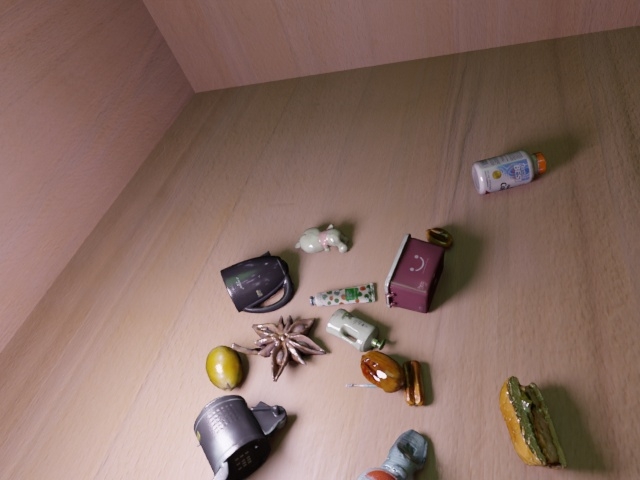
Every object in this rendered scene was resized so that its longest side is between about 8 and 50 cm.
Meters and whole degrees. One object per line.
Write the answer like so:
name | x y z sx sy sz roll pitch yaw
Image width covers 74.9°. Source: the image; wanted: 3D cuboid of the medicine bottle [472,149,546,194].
medicine bottle | 0.847 -0.313 1.880 0.289 0.157 0.157 -14 47 11

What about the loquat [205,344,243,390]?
loquat | -0.379 0.509 1.658 0.152 0.152 0.195 -21 50 3

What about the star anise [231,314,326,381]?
star anise | -0.155 0.414 1.674 0.349 0.109 0.292 -25 37 -24

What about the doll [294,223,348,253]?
doll | -0.001 -0.008 1.985 0.275 0.113 0.155 2 54 22

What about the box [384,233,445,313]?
box | 0.380 0.138 1.660 0.167 0.193 0.294 16 57 22

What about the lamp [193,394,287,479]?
lamp | -0.318 0.682 1.440 0.272 0.205 0.374 22 45 30

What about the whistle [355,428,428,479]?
whistle | 0.215 0.710 1.241 0.189 0.189 0.348 19 49 34

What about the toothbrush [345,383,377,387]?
toothbrush | 0.172 0.527 1.514 0.167 0.014 0.011 -5 66 18

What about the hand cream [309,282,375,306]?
hand cream | 0.091 0.240 1.774 0.276 0.059 0.095 -10 50 8

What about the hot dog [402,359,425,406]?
hot dog | 0.324 0.494 1.459 0.071 0.045 0.165 -11 47 15

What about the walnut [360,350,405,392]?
walnut | 0.215 0.461 1.485 0.116 0.116 0.207 -42 39 -16

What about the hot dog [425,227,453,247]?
hot dog | 0.513 -0.011 1.823 0.140 0.060 0.090 30 62 31

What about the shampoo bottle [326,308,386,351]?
shampoo bottle | 0.145 0.359 1.622 0.234 0.087 0.118 23 59 35

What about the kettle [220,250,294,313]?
kettle | -0.266 0.199 1.881 0.290 0.207 0.268 -23 74 -11

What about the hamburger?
hamburger | 0.607 0.544 1.244 0.124 0.131 0.262 15 43 -10
